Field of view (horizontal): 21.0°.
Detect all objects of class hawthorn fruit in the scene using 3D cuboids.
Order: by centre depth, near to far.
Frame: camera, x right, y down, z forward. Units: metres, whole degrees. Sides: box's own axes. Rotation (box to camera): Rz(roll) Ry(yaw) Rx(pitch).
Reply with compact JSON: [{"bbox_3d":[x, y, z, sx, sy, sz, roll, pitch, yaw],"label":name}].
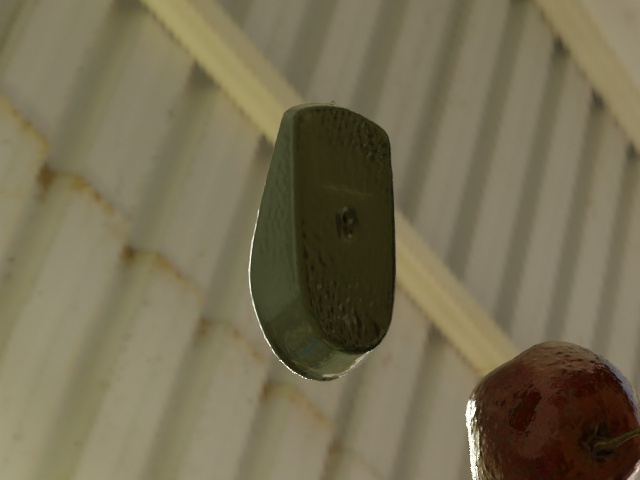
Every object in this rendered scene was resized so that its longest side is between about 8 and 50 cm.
[{"bbox_3d":[0.209,0.168,1.445,0.162,0.203,0.163,-1,-85,-12],"label":"hawthorn fruit"}]

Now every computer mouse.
[{"bbox_3d":[0.000,0.000,1.410,0.128,0.079,0.231,15,-106,-45],"label":"computer mouse"}]
